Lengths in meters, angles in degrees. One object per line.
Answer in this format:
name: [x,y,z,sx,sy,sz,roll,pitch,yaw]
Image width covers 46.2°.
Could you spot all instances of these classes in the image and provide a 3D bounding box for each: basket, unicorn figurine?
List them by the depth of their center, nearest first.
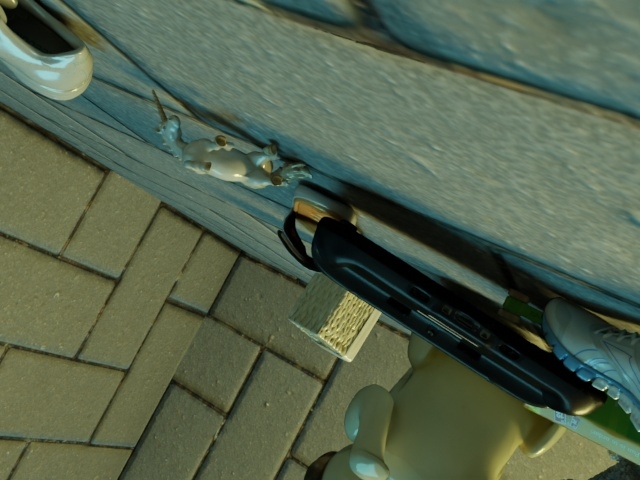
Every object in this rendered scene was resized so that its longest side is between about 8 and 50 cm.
unicorn figurine: [-0.096,-0.082,0.723,0.162,0.060,0.111,30,173,-21]
basket: [0.035,0.116,1.372,0.103,0.167,0.113,38,169,-38]

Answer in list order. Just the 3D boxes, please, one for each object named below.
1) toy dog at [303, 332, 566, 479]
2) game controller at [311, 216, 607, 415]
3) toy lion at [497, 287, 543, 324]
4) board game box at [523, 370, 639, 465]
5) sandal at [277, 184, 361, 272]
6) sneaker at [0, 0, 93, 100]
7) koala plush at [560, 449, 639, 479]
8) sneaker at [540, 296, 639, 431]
toy dog: [0.144,0.296,1.103,0.284,0.408,0.395,38,-176,-1]
game controller: [0.130,0.072,0.749,0.319,0.067,0.166,32,169,0]
toy lion: [0.245,0.088,0.805,0.100,0.034,0.096,26,-178,18]
board game box: [0.363,0.194,0.796,0.259,0.039,0.124,21,-144,36]
sandal: [-0.010,-0.005,0.921,0.102,0.076,0.265,27,174,8]
sneaker: [-0.291,-0.197,0.629,0.212,0.080,0.094,22,164,-16]
koala plush: [0.424,0.330,0.946,0.196,0.203,0.221,49,-163,17]
sneaker: [0.274,0.101,0.639,0.071,0.083,0.190,-12,-137,-36]
